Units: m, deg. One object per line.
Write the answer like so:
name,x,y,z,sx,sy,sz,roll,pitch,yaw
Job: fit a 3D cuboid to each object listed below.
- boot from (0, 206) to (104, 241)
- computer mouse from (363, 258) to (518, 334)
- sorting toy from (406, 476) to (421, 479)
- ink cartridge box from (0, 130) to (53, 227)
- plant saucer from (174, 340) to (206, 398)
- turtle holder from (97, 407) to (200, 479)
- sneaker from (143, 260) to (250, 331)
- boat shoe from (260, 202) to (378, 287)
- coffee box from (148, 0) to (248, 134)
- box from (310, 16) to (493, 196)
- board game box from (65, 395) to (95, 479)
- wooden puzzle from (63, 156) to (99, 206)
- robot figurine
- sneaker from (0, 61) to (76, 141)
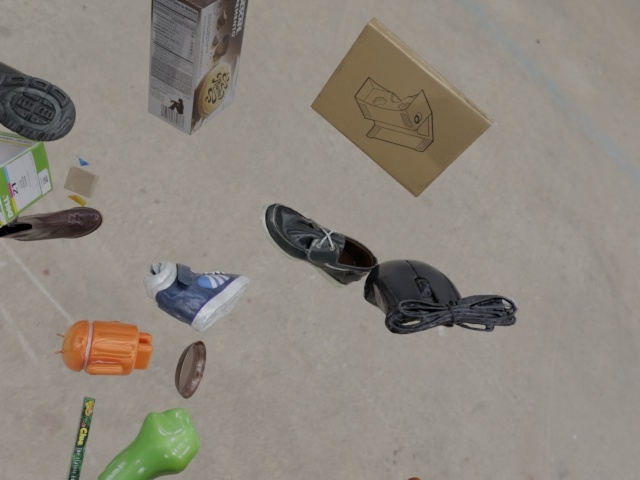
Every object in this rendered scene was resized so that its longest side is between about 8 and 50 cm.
boot,-0.746,-0.037,1.711,0.248,0.207,0.090,-8,96,-2
computer mouse,0.148,0.071,0.922,0.188,0.272,0.072,-3,97,-14
sorting toy,0.156,0.404,0.954,0.042,0.061,0.102,-55,134,-65
ink cartridge box,-0.564,-0.076,0.933,0.188,0.097,0.255,10,33,10
plant saucer,-0.375,0.367,1.778,0.029,0.168,0.168,10,54,14
turtle holder,-0.124,0.369,0.671,0.227,0.320,0.243,-30,128,-10
sneaker,-0.348,0.113,1.712,0.236,0.130,0.323,35,20,5
boat shoe,0.000,0.000,0.983,0.233,0.079,0.084,33,50,-39
coffee box,-0.249,-0.389,1.255,0.118,0.297,0.168,30,47,10
box,0.102,-0.171,0.829,0.201,0.164,0.021,40,48,-2
board game box,-0.571,0.502,1.459,0.030,0.136,0.260,13,75,-22
wooden puzzle,-0.613,-0.150,1.591,0.078,0.116,0.014,27,17,-20
robot figurine,-0.518,0.256,1.486,0.219,0.128,0.158,10,62,-24
sneaker,-0.502,-0.228,0.902,0.286,0.130,0.109,30,88,-22
